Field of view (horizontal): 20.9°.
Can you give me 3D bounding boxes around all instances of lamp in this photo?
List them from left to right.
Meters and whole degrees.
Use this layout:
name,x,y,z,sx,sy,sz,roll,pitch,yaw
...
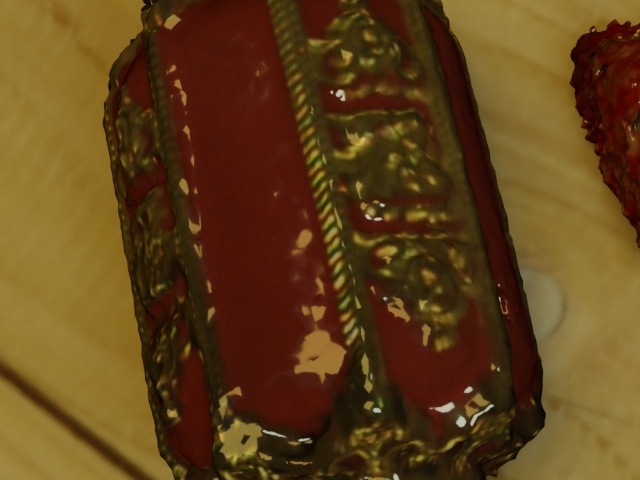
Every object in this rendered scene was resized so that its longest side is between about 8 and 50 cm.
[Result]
name,x,y,z,sx,sy,sz,roll,pitch,yaw
lamp,0.000,0.000,0.765,0.177,0.177,0.274,-17,68,14

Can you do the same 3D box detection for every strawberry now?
name,x,y,z,sx,sy,sz,roll,pitch,yaw
strawberry,0.189,-0.040,0.753,0.140,0.085,0.192,-22,67,14
